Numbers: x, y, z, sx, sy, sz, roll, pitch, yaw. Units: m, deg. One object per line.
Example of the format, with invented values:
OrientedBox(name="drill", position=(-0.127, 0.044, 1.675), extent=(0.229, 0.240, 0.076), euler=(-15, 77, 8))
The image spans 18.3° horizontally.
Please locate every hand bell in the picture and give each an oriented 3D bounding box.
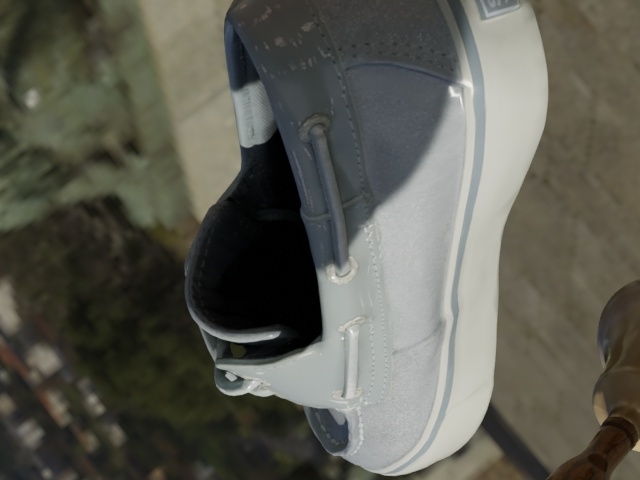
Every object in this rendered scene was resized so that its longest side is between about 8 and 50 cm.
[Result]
OrientedBox(name="hand bell", position=(0.193, 0.135, 1.311), extent=(0.126, 0.242, 0.126), euler=(17, 126, 25))

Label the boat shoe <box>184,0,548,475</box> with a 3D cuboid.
OrientedBox(name="boat shoe", position=(0.000, 0.001, 0.528), extent=(0.227, 0.081, 0.079), euler=(95, 152, -57))
